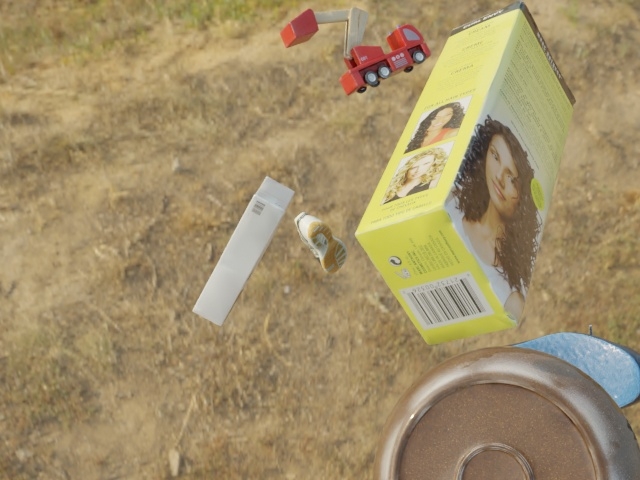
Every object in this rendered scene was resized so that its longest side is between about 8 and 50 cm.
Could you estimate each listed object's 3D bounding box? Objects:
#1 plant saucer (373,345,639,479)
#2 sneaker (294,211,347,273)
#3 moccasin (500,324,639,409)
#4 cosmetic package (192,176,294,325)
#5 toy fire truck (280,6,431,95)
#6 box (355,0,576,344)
[{"bbox_3d":[0.197,0.269,1.089,0.311,0.050,0.310,-6,75,23],"label":"plant saucer"},{"bbox_3d":[0.000,0.000,0.996,0.032,0.083,0.037,-41,50,-13],"label":"sneaker"},{"bbox_3d":[0.371,0.197,1.508,0.117,0.342,0.137,9,83,-35],"label":"moccasin"},{"bbox_3d":[-0.126,0.018,1.624,0.060,0.239,0.099,28,23,-5],"label":"cosmetic package"},{"bbox_3d":[0.053,-0.285,1.418,0.192,0.047,0.135,-27,91,-22],"label":"toy fire truck"},{"bbox_3d":[0.095,-0.049,0.582,0.058,0.087,0.232,-18,30,33],"label":"box"}]
